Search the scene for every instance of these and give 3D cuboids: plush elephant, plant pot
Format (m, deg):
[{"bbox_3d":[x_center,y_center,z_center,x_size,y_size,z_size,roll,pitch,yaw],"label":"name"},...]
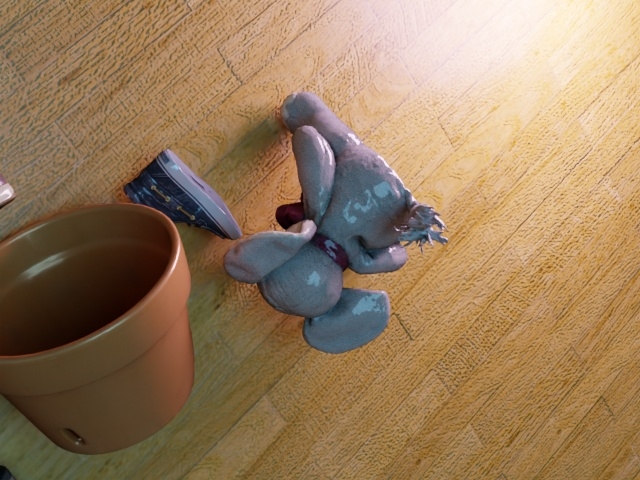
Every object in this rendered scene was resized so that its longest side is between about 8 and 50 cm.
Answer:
[{"bbox_3d":[0.000,0.000,1.511,0.255,0.330,0.272,-38,121,-5],"label":"plush elephant"},{"bbox_3d":[-0.277,0.118,1.338,0.291,0.291,0.203,-36,129,-25],"label":"plant pot"}]

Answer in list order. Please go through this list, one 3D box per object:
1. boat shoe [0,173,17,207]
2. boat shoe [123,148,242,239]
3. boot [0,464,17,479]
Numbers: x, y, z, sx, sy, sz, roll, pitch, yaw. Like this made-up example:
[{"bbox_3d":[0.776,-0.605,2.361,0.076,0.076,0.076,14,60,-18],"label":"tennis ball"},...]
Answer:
[{"bbox_3d":[-0.456,-0.038,1.289,0.073,0.080,0.223,58,37,-2],"label":"boat shoe"},{"bbox_3d":[-0.186,-0.044,1.498,0.083,0.065,0.183,-37,132,7],"label":"boat shoe"},{"bbox_3d":[-0.417,0.421,1.370,0.236,0.085,0.178,-51,120,-19],"label":"boot"}]
